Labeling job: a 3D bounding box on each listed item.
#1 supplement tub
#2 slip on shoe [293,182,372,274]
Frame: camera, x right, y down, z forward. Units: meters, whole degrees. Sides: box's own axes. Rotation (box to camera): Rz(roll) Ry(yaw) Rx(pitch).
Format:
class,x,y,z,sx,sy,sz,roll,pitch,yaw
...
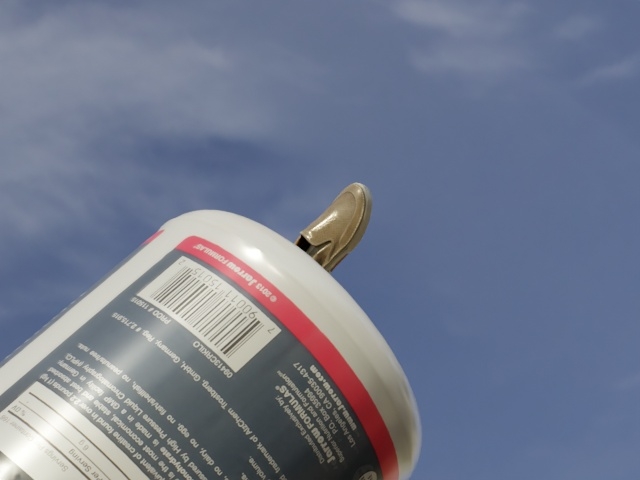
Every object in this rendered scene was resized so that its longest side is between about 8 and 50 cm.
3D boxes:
class,x,y,z,sx,sy,sz,roll,pitch,yaw
supplement tub,-0.098,0.131,0.869,0.272,0.191,0.191,-42,-49,-24
slip on shoe,0.000,0.000,1.663,0.041,0.051,0.135,28,-77,-43
